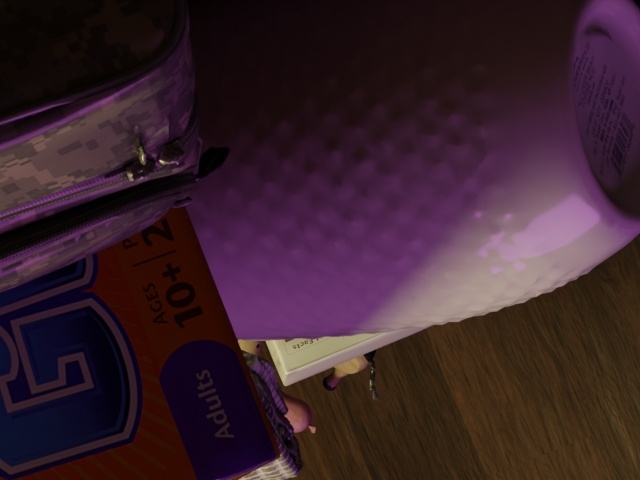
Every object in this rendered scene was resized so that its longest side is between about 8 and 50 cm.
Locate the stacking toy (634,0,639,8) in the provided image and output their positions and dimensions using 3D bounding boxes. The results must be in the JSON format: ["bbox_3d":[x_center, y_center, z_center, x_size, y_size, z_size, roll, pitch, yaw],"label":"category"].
[{"bbox_3d":[0.344,-0.287,1.607,0.141,0.141,0.330,-16,166,-47],"label":"stacking toy"}]

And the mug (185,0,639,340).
[{"bbox_3d":[0.089,-0.104,1.389,0.328,0.276,0.374,-7,-146,34],"label":"mug"}]

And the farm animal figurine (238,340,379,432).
[{"bbox_3d":[-0.101,0.091,2.297,0.330,0.327,0.172,-21,168,-36],"label":"farm animal figurine"}]

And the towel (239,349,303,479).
[{"bbox_3d":[-0.147,0.181,1.684,0.235,0.121,0.284,-16,165,3],"label":"towel"}]

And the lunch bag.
[{"bbox_3d":[-0.208,-0.065,0.947,0.305,0.213,0.256,-23,160,-12],"label":"lunch bag"}]

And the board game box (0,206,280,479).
[{"bbox_3d":[-0.274,0.054,1.227,0.356,0.356,0.356,-21,173,-13],"label":"board game box"}]

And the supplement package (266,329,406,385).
[{"bbox_3d":[0.000,0.000,2.113,0.198,0.263,0.199,-22,173,-5],"label":"supplement package"}]
